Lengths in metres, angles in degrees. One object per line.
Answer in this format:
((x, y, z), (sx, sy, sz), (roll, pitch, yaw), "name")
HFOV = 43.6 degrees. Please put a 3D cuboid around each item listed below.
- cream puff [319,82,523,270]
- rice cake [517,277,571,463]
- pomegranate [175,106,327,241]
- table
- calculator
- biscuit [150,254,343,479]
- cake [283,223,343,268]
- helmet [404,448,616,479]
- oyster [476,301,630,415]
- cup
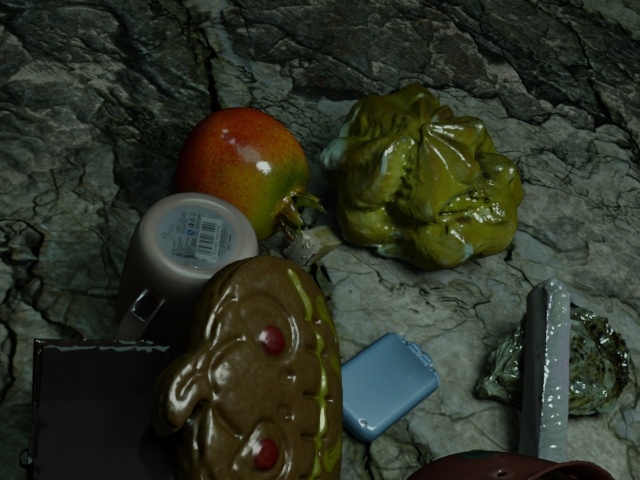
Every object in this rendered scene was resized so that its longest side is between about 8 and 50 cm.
((0.192, -0.125, 1.393), (0.378, 0.275, 0.378), (11, 47, -12), "cream puff")
((0.337, 0.237, 1.201), (0.056, 0.073, 0.365), (12, 73, -17), "rice cake")
((-0.112, -0.093, 1.289), (0.257, 0.221, 0.221), (33, 48, 21), "pomegranate")
((-0.277, 0.246, 0.986), (0.172, 0.169, 0.193), (3, 53, -18), "table")
((0.091, 0.221, 1.226), (0.210, 0.039, 0.121), (-30, 65, -35), "calculator")
((-0.068, 0.209, 1.002), (0.350, 0.070, 0.394), (19, 65, -55), "biscuit")
((0.000, 0.000, 1.366), (0.052, 0.065, 0.121), (45, 45, 15), "cake")
((0.178, 0.409, 0.964), (0.338, 0.384, 0.230), (9, 6, -38), "helmet")
((0.386, 0.196, 1.321), (0.268, 0.112, 0.198), (17, 69, -16), "oyster")
((-0.206, 0.069, 1.136), (0.191, 0.200, 0.253), (34, 49, 9), "cup")
